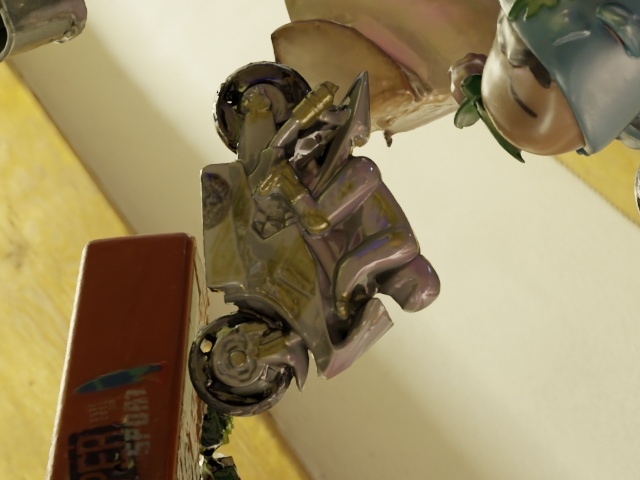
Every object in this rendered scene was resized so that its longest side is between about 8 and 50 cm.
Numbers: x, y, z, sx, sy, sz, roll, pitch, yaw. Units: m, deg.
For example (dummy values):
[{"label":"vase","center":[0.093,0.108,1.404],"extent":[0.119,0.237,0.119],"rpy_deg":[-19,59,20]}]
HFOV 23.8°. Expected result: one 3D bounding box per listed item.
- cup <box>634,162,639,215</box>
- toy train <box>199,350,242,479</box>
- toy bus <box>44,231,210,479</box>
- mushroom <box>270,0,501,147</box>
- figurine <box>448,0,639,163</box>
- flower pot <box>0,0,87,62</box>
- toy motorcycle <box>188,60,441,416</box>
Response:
[{"label":"cup","center":[0.393,-0.085,1.286],"extent":[0.196,0.279,0.196],"rpy_deg":[7,-128,-9]},{"label":"toy train","center":[-0.100,0.171,1.279],"extent":[0.053,0.249,0.085],"rpy_deg":[-14,-179,-17]},{"label":"toy bus","center":[-0.122,0.143,0.952],"extent":[0.093,0.092,0.408],"rpy_deg":[-5,-141,2]},{"label":"mushroom","center":[0.064,-0.169,1.106],"extent":[0.173,0.162,0.236],"rpy_deg":[-24,179,19]},{"label":"figurine","center":[0.144,-0.078,0.817],"extent":[0.144,0.178,0.114],"rpy_deg":[-29,-128,26]},{"label":"flower pot","center":[-0.370,-0.260,1.734],"extent":[0.108,0.103,0.229],"rpy_deg":[-25,-162,-35]},{"label":"toy motorcycle","center":[0.000,0.000,0.939],"extent":[0.152,0.073,0.225],"rpy_deg":[4,-99,3]}]
